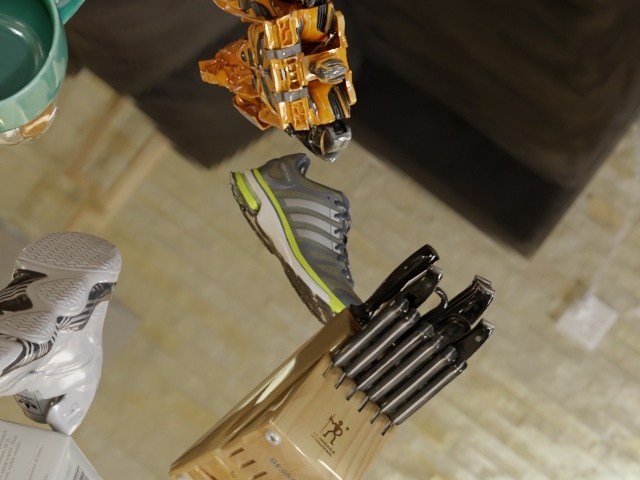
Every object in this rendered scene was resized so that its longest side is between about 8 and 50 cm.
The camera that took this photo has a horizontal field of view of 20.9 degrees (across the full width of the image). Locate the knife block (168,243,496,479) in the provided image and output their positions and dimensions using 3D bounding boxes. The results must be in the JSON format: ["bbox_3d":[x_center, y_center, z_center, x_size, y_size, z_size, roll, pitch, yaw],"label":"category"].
[{"bbox_3d":[0.021,0.119,1.462,0.088,0.242,0.275,47,144,-7],"label":"knife block"}]

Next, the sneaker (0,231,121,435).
[{"bbox_3d":[-0.350,0.148,1.975,0.137,0.210,0.366,19,-149,19],"label":"sneaker"}]

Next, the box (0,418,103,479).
[{"bbox_3d":[-0.352,0.325,2.038,0.119,0.182,0.181,11,156,13],"label":"box"}]

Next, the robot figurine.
[{"bbox_3d":[-0.049,-0.187,1.673,0.291,0.085,0.211,-140,37,-64],"label":"robot figurine"}]

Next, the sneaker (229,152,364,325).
[{"bbox_3d":[0.000,0.000,2.256,0.300,0.121,0.111,55,172,22],"label":"sneaker"}]

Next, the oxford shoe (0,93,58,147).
[{"bbox_3d":[-0.370,-0.217,1.831,0.449,0.130,0.169,-125,31,-53],"label":"oxford shoe"}]

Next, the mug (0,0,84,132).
[{"bbox_3d":[-0.249,-0.149,1.354,0.157,0.129,0.097,-5,167,-3],"label":"mug"}]
